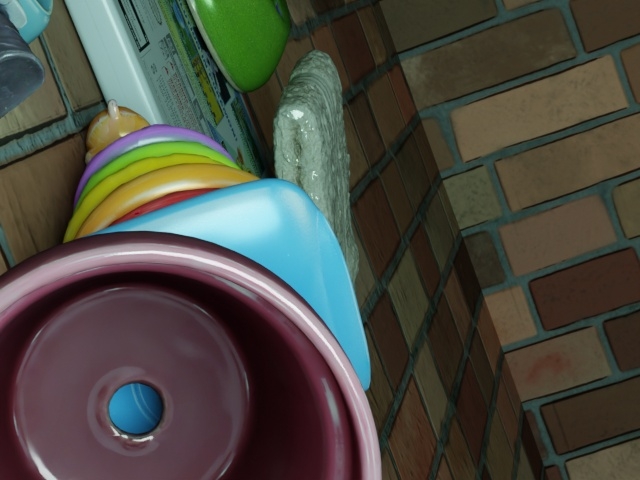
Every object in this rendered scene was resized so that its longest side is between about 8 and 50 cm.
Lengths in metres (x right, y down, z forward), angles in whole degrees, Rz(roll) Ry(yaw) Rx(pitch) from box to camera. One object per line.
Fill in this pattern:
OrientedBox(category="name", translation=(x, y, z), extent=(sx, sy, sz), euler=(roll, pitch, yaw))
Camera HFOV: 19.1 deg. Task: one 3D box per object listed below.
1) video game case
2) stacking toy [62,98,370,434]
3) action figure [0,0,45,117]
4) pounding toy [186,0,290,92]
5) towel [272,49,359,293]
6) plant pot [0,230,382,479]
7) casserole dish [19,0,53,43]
OrientedBox(category="video game case", translation=(-0.106, -0.106, 1.438), extent=(0.300, 0.036, 0.329), euler=(-69, 139, -74))
OrientedBox(category="stacking toy", translation=(-0.091, -0.003, 1.119), extent=(0.302, 0.165, 0.175), euler=(-120, -167, -58))
OrientedBox(category="action figure", translation=(-0.214, -0.181, 0.883), extent=(0.185, 0.099, 0.285), euler=(44, 24, -53))
OrientedBox(category="pounding toy", translation=(-0.056, -0.245, 1.542), extent=(0.183, 0.110, 0.237), euler=(-94, 162, -60))
OrientedBox(category="towel", translation=(0.000, 0.000, 1.559), extent=(0.187, 0.049, 0.282), euler=(-76, 163, -71))
OrientedBox(category="plant pot", translation=(-0.083, 0.089, 0.859), extent=(0.180, 0.201, 0.201), euler=(-137, -154, -79))
OrientedBox(category="casserole dish", translation=(-0.197, -0.196, 1.137), extent=(0.114, 0.037, 0.188), euler=(59, 15, -51))
